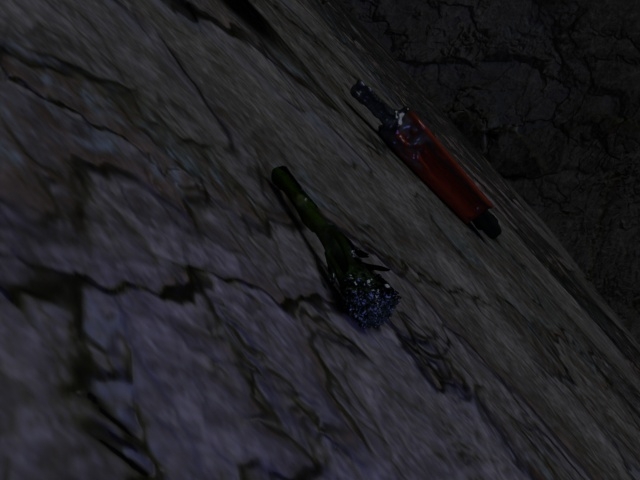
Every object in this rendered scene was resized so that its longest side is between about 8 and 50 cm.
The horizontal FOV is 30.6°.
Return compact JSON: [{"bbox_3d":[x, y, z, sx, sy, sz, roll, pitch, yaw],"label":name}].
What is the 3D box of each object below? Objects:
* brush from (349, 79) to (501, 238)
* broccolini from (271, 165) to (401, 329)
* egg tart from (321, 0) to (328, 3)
[{"bbox_3d":[0.144,-0.104,1.501,0.323,0.051,0.070,40,16,-38],"label":"brush"},{"bbox_3d":[0.000,0.000,0.679,0.035,0.030,0.140,-6,39,-31],"label":"broccolini"},{"bbox_3d":[-0.098,-0.349,1.232,0.288,0.118,0.288,46,9,-10],"label":"egg tart"}]
